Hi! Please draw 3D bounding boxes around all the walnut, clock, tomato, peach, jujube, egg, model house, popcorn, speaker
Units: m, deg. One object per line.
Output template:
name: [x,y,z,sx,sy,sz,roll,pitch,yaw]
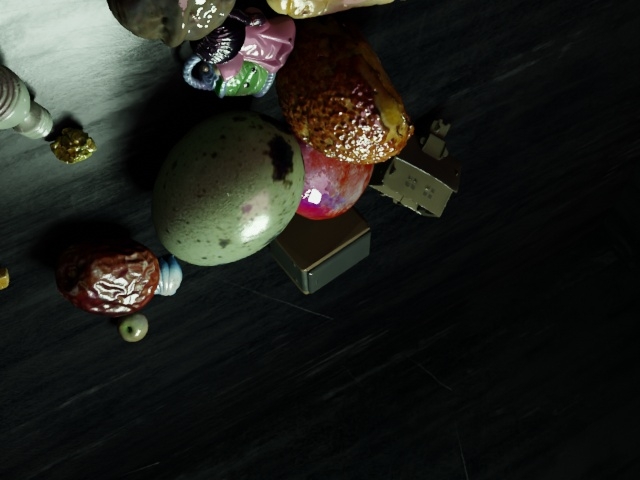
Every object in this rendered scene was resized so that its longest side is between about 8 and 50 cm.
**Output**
walnut: [-0.233,-0.408,1.411,0.224,0.224,0.224,-28,154,-15]
clock: [-0.166,-0.356,1.707,0.195,0.100,0.194,1,137,-41]
tomato: [0.018,-0.173,2.174,0.289,0.176,0.335,-46,152,16]
peach: [-0.488,0.222,2.344,0.083,0.083,0.083,-28,154,-15]
jujube: [-0.465,0.080,2.004,0.183,0.183,0.243,-44,159,17]
egg: [-0.196,-0.102,1.887,0.287,0.287,0.379,-5,140,-48]
model house: [0.266,-0.215,2.440,0.243,0.211,0.204,-64,-161,-3]
popcorn: [-0.464,-0.175,1.695,0.083,0.059,0.068,-16,150,-20]
speaker: [0.000,0.000,2.444,0.231,0.192,0.153,-33,155,-16]

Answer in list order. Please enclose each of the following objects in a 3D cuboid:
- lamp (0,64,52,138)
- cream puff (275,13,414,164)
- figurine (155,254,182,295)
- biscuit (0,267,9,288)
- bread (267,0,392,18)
lamp: [-0.520,-0.223,1.500,0.106,0.106,0.193,-36,165,2]
cream puff: [0.033,-0.292,1.825,0.228,0.350,0.350,-30,156,4]
figurine: [-0.386,0.085,2.253,0.114,0.079,0.114,-14,111,-41]
biscuit: [-0.757,0.109,1.849,0.238,0.041,0.212,-21,158,-28]
bread: [0.037,-0.506,1.645,0.311,0.121,0.173,-13,146,-19]
